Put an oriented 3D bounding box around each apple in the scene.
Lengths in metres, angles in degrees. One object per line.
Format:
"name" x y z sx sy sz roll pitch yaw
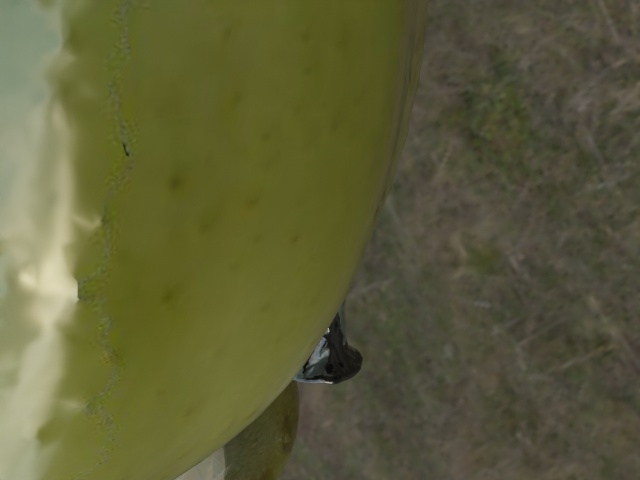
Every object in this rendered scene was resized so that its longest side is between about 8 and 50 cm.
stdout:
"apple" -0.168 -0.111 0.577 0.473 0.473 0.473 42 146 37

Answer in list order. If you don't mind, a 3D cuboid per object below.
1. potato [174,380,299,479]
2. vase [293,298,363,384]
"potato" -0.144 0.175 1.178 0.210 0.307 0.173 29 -171 -32
"vase" 0.000 0.000 0.855 0.059 0.059 0.167 26 120 51
